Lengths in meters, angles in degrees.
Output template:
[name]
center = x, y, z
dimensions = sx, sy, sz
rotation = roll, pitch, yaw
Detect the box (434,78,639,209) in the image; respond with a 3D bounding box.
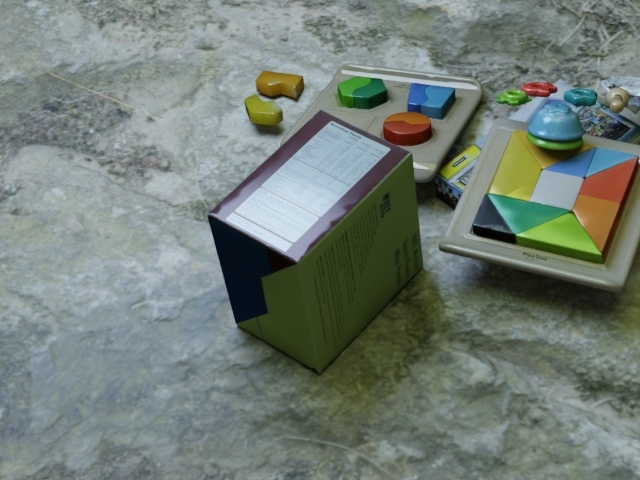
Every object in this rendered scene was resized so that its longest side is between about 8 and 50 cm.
[box]
center = 0.280, -0.093, 1.838
dimensions = 0.233, 0.044, 0.159
rotation = -36, 53, -22

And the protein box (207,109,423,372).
[protein box]
center = 0.000, 0.000, 1.694
dimensions = 0.136, 0.199, 0.201
rotation = 29, 58, 30

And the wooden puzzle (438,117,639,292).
[wooden puzzle]
center = 0.278, -0.053, 1.741
dimensions = 0.221, 0.044, 0.238
rotation = 13, 52, 20

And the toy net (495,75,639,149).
[toy net]
center = 0.330, -0.167, 1.820
dimensions = 0.232, 0.045, 0.122
rotation = -16, 29, -34

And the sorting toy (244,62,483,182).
[sorting toy]
center = 0.037, -0.170, 1.923
dimensions = 0.307, 0.041, 0.229
rotation = 9, 38, 19
